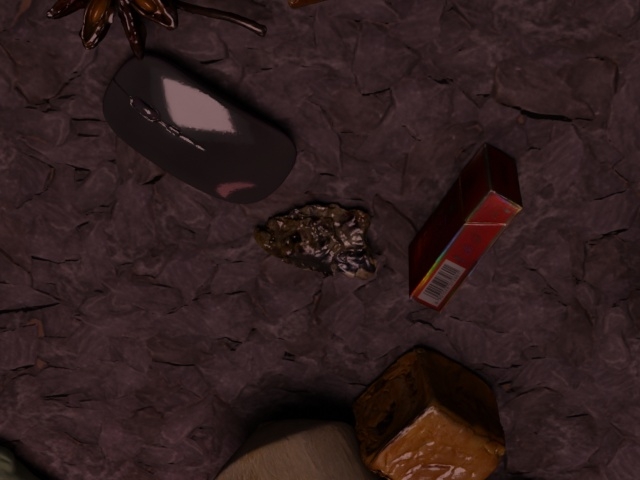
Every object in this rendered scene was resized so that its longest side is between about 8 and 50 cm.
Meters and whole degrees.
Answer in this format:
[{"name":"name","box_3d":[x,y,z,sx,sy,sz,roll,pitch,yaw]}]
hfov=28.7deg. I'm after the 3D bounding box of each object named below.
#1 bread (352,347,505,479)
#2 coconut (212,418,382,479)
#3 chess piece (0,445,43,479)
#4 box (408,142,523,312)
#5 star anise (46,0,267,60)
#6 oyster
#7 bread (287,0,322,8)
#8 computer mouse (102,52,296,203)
[{"name":"bread","box_3d":[0.138,0.244,1.613,0.143,0.149,0.158,38,118,-24]},{"name":"coconut","box_3d":[-0.024,0.353,1.648,0.245,0.247,0.245,-15,146,-10]},{"name":"chess piece","box_3d":[-0.473,0.423,1.780,0.175,0.176,0.298,14,110,-6]},{"name":"box","box_3d":[0.165,-0.015,1.459,0.048,0.112,0.175,27,120,-13]},{"name":"star anise","box_3d":[-0.195,-0.258,1.333,0.177,0.073,0.234,-38,98,15]},{"name":"oyster","box_3d":[-0.008,0.005,1.519,0.148,0.051,0.103,1,117,15]},{"name":"bread","box_3d":[-0.001,-0.277,1.339,0.083,0.036,0.047,-12,125,13]},{"name":"computer mouse","box_3d":[-0.138,-0.123,1.435,0.232,0.057,0.120,32,119,-17]}]
